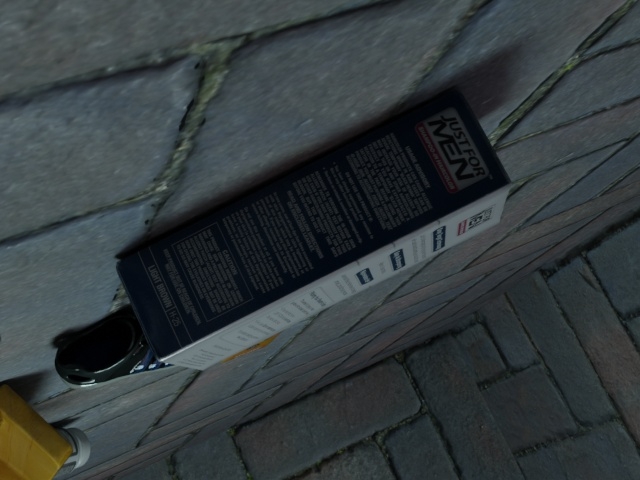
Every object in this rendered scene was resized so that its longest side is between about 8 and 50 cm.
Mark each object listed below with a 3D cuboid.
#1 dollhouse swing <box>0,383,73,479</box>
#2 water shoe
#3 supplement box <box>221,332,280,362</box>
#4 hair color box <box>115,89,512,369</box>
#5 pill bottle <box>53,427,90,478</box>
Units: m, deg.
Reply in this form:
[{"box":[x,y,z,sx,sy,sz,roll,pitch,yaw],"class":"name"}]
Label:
[{"box":[-0.379,0.424,1.168,0.347,0.305,0.315,-54,-176,-32],"class":"dollhouse swing"},{"box":[-0.191,0.109,1.099,0.203,0.073,0.080,-23,166,-16],"class":"water shoe"},{"box":[-0.071,0.073,1.185,0.078,0.080,0.233,-18,168,-26],"class":"supplement box"},{"box":[0.000,0.000,0.951,0.347,0.105,0.174,-26,169,1],"class":"hair color box"},{"box":[-0.425,0.334,1.549,0.078,0.078,0.137,-31,167,20],"class":"pill bottle"}]
